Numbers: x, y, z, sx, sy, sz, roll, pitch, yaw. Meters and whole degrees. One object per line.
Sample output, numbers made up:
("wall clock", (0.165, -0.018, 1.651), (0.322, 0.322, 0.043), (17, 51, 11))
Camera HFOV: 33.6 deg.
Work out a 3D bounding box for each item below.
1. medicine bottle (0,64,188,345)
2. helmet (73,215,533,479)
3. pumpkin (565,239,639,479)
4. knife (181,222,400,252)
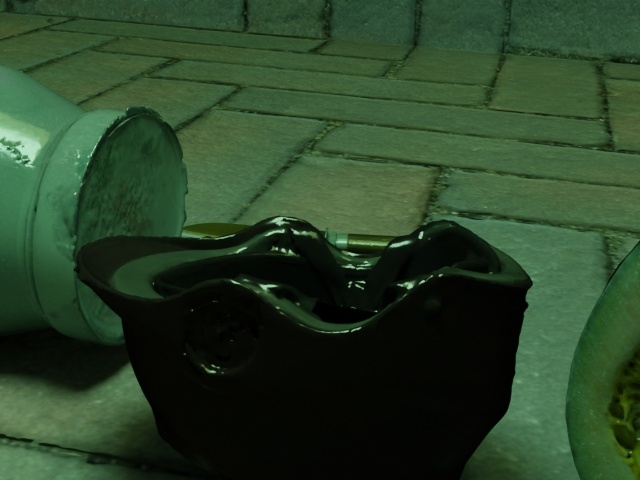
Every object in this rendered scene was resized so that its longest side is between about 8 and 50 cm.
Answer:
("medicine bottle", (-0.283, -0.033, 0.900), (0.290, 0.244, 0.245), (9, 20, 19))
("helmet", (-0.011, 0.083, 0.719), (0.306, 0.177, 0.225), (-1, 13, 11))
("pumpkin", (0.326, 0.075, 0.670), (0.293, 0.263, 0.197), (15, 19, 23))
("knife", (0.000, 0.000, 1.175), (0.343, 0.027, 0.061), (4, 24, 4))
